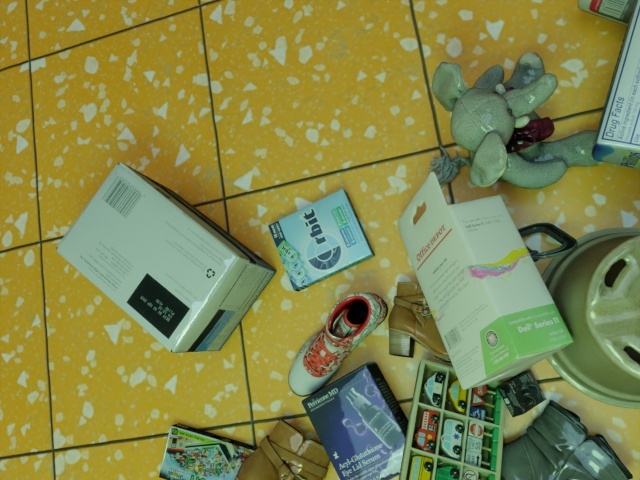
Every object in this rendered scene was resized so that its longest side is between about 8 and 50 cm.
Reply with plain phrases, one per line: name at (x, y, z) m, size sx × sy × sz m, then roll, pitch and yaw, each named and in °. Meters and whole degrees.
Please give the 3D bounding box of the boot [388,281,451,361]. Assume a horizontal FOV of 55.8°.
boot at (0.231, 0.157, 1.184) m, size 0.197 × 0.073 × 0.152 m, roll 5°, pitch 76°, yaw 11°

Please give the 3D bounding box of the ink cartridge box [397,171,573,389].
ink cartridge box at (0.276, 0.063, 1.088) m, size 0.119 × 0.207 × 0.353 m, roll -10°, pitch 65°, yaw -20°

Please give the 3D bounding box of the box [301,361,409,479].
box at (0.083, 0.362, 1.169) m, size 0.153 × 0.108 × 0.207 m, roll -33°, pitch 74°, yaw 9°

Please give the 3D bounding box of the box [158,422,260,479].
box at (-0.231, 0.470, 1.276) m, size 0.207 × 0.036 × 0.114 m, roll 10°, pitch 84°, yaw 17°

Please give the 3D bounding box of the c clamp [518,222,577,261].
c clamp at (0.395, 0.005, 1.139) m, size 0.137 × 0.160 × 0.022 m, roll -18°, pitch 112°, yaw -8°

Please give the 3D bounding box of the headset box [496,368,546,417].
headset box at (0.375, 0.281, 1.121) m, size 0.032 × 0.083 × 0.062 m, roll -44°, pitch 66°, yaw 50°

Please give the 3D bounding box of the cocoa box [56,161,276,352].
cocoa box at (-0.314, 0.044, 1.271) m, size 0.347 × 0.228 × 0.231 m, roll 36°, pitch 91°, yaw 18°

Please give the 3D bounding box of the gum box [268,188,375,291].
gum box at (0.000, 0.000, 1.289) m, size 0.184 × 0.041 × 0.157 m, roll -25°, pitch 75°, yaw 11°

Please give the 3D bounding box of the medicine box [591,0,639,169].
medicine box at (0.628, -0.241, 0.982) m, size 0.289 × 0.149 × 0.263 m, roll 16°, pitch 92°, yaw 23°

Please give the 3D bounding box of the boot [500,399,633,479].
boot at (0.453, 0.465, 1.042) m, size 0.223 × 0.118 × 0.338 m, roll -39°, pitch 72°, yaw 5°

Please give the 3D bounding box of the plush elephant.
plush elephant at (0.338, -0.220, 1.118) m, size 0.330 × 0.255 × 0.272 m, roll -27°, pitch 75°, yaw 10°

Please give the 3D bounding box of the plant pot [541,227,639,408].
plant pot at (0.532, 0.116, 0.981) m, size 0.334 × 0.305 × 0.333 m, roll -3°, pitch 80°, yaw 15°

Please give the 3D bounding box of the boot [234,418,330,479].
boot at (-0.031, 0.511, 1.191) m, size 0.283 × 0.109 × 0.220 m, roll 32°, pitch 75°, yaw 12°

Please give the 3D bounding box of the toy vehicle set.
toy vehicle set at (0.238, 0.357, 1.080) m, size 0.166 × 0.035 × 0.267 m, roll 14°, pitch 53°, yaw 5°

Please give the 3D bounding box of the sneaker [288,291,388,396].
sneaker at (0.017, 0.204, 1.195) m, size 0.270 × 0.145 × 0.090 m, roll -45°, pitch 72°, yaw 5°

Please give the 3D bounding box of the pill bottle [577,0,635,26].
pill bottle at (0.663, -0.462, 1.110) m, size 0.318 × 0.176 × 0.176 m, roll 28°, pitch 89°, yaw 18°
